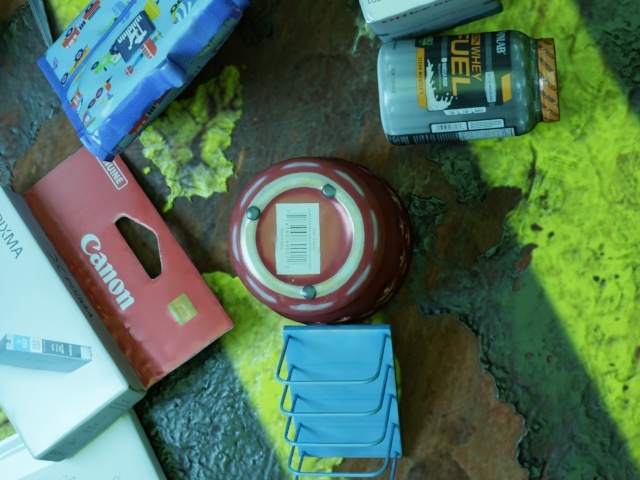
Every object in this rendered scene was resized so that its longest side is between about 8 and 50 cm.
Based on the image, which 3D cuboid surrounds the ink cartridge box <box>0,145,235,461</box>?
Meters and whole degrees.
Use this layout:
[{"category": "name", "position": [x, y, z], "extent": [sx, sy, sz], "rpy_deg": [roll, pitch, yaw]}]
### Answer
[{"category": "ink cartridge box", "position": [-0.284, 0.056, 1.804], "extent": [0.261, 0.066, 0.296], "rpy_deg": [-38, 72, 5]}]

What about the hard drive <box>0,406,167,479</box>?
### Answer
[{"category": "hard drive", "position": [-0.255, 0.372, 1.817], "extent": [0.233, 0.047, 0.353], "rpy_deg": [-27, 82, 7]}]

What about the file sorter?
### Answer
[{"category": "file sorter", "position": [0.019, 0.189, 1.712], "extent": [0.118, 0.104, 0.170], "rpy_deg": [-1, 120, 10]}]

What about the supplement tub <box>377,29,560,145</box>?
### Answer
[{"category": "supplement tub", "position": [0.163, -0.167, 1.736], "extent": [0.190, 0.117, 0.117], "rpy_deg": [-5, 86, 9]}]

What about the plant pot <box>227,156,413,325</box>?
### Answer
[{"category": "plant pot", "position": [0.000, 0.000, 1.729], "extent": [0.191, 0.174, 0.191], "rpy_deg": [0, 87, 8]}]

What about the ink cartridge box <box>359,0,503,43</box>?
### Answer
[{"category": "ink cartridge box", "position": [0.115, -0.274, 1.712], "extent": [0.139, 0.190, 0.082], "rpy_deg": [-17, 84, 8]}]

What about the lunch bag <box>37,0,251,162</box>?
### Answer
[{"category": "lunch bag", "position": [-0.174, -0.199, 1.698], "extent": [0.138, 0.293, 0.221], "rpy_deg": [41, 95, -21]}]

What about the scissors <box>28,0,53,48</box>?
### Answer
[{"category": "scissors", "position": [-0.371, -0.365, 1.892], "extent": [0.109, 0.021, 0.297], "rpy_deg": [-4, 87, 7]}]
